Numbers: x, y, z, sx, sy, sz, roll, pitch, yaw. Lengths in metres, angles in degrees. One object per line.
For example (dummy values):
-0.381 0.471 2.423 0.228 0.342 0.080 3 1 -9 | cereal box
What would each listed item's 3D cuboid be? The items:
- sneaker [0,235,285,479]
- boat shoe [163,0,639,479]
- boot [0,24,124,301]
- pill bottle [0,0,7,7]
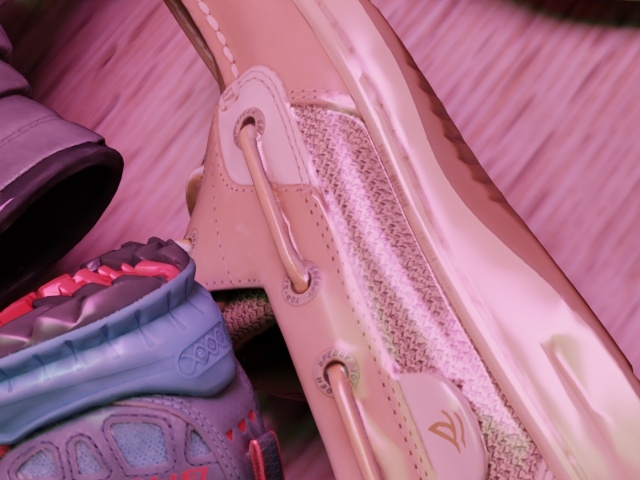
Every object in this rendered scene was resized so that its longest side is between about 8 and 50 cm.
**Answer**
-0.117 0.103 0.478 0.262 0.125 0.104 -28 4 39 | sneaker
0.000 0.000 0.497 0.110 0.121 0.341 -32 51 0 | boat shoe
-0.144 -0.087 0.570 0.338 0.118 0.223 -42 68 -13 | boot
-0.217 -0.090 0.687 0.152 0.086 0.086 -46 51 -10 | pill bottle
